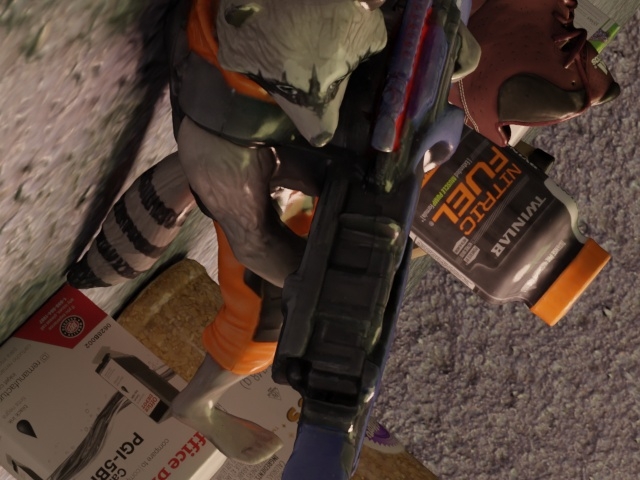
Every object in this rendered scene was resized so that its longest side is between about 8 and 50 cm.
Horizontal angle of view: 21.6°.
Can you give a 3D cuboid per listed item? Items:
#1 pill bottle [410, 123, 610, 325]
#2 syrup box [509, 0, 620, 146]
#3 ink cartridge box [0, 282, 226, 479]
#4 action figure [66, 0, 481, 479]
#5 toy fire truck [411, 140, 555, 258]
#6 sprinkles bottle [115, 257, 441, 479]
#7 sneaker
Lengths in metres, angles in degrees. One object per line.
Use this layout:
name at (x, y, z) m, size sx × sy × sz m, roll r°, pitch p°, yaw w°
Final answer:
pill bottle at (0.151, -0.029, 1.574) m, size 0.130 × 0.246 × 0.130 m, roll -50°, pitch 173°, yaw -8°
syrup box at (0.223, -0.184, 1.831) m, size 0.237 × 0.096 × 0.093 m, roll -45°, pitch 171°, yaw -45°
ink cartridge box at (-0.130, 0.107, 0.976) m, size 0.099 × 0.135 × 0.056 m, roll -47°, pitch 172°, yaw -28°
action figure at (-0.037, -0.012, 0.825) m, size 0.330 × 0.178 × 0.341 m, roll 110°, pitch -4°, yaw -56°
toy fire truck at (0.172, -0.027, 2.239) m, size 0.217 × 0.158 × 0.246 m, roll -39°, pitch 156°, yaw -60°
sprinkles bottle at (-0.001, 0.168, 1.196) m, size 0.121 × 0.355 × 0.121 m, roll -49°, pitch 173°, yaw -8°
sneaker at (0.199, -0.196, 1.348) m, size 0.281 × 0.162 × 0.106 m, roll -52°, pitch 173°, yaw 17°
